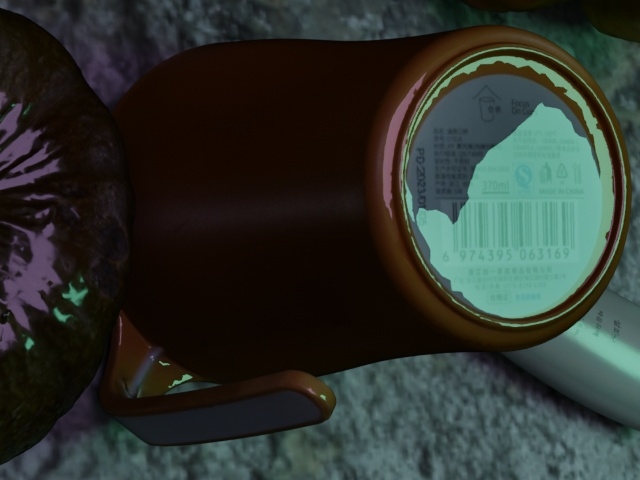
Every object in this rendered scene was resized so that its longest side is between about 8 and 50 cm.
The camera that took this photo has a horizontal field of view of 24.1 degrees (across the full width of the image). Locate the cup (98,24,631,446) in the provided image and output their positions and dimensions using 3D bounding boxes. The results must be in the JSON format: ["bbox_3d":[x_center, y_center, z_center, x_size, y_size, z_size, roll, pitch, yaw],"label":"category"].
[{"bbox_3d":[0.000,0.000,0.695,0.182,0.264,0.226,42,69,-22],"label":"cup"}]

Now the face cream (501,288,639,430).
[{"bbox_3d":[0.161,0.062,0.881,0.182,0.051,0.072,27,61,-19],"label":"face cream"}]

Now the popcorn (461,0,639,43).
[{"bbox_3d":[0.150,-0.285,0.883,0.297,0.281,0.315,17,97,-45],"label":"popcorn"}]

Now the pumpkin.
[{"bbox_3d":[-0.180,-0.014,0.643,0.219,0.162,0.219,7,75,-26],"label":"pumpkin"}]
